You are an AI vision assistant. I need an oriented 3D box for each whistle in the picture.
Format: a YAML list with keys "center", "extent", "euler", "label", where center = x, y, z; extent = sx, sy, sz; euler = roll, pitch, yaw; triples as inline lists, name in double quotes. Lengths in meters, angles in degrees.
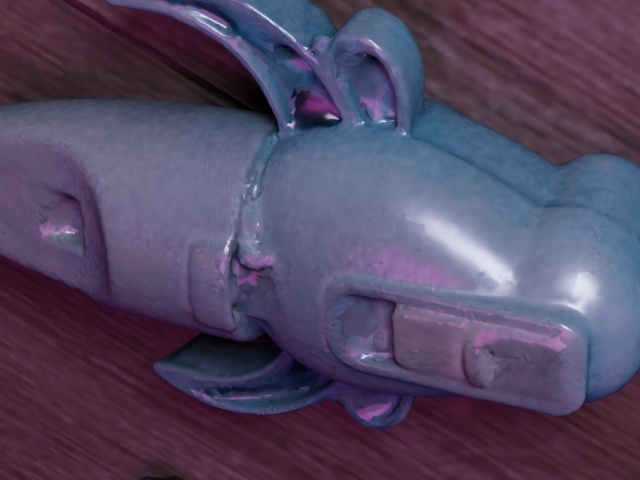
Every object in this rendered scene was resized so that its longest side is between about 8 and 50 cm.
- center: [0.000, 0.000, 0.604]
  extent: [0.274, 0.093, 0.186]
  euler: [11, 130, 17]
  label: "whistle"

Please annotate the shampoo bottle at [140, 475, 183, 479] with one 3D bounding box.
- center: [-0.099, 0.146, 0.796]
  extent: [0.048, 0.027, 0.137]
  euler: [40, 131, -9]
  label: "shampoo bottle"
